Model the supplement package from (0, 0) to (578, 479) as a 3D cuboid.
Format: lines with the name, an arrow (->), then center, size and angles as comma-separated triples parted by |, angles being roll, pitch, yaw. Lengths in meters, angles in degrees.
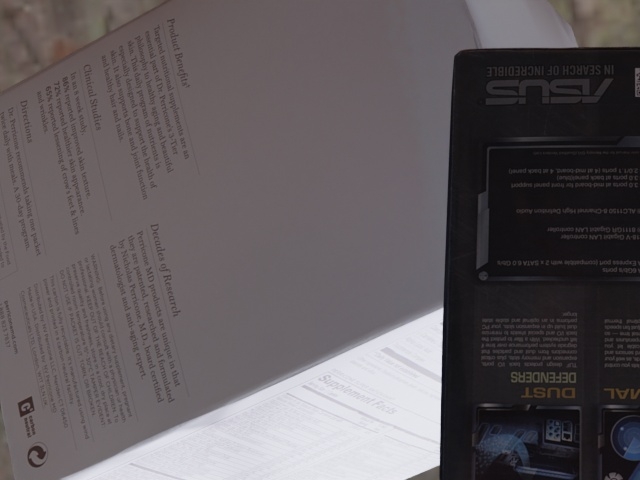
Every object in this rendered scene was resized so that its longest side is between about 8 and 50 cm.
supplement package -> 0.000, 0.000, 0.819 | 0.262, 0.199, 0.198 | -26, 154, 20

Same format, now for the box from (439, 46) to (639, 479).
box -> 0.152, 0.036, 0.511 | 0.232, 0.183, 0.059 | -1, 161, 9
